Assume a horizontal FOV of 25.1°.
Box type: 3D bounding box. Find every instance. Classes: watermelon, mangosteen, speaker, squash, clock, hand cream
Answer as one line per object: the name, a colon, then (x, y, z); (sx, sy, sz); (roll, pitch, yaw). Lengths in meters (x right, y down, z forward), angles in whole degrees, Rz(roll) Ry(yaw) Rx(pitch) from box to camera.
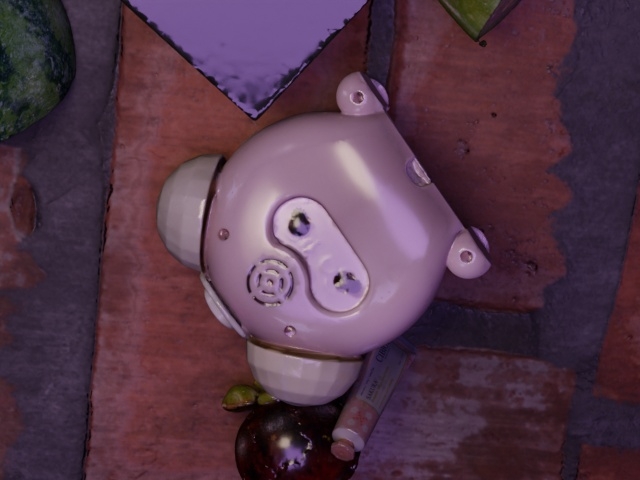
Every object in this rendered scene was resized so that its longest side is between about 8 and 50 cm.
watermelon: (-0.412, -0.244, 1.688); (0.176, 0.256, 0.260); (25, 118, 36)
mangosteen: (-0.035, 0.246, 1.840); (0.166, 0.166, 0.180); (-25, 79, 4)
speaker: (-0.090, -0.314, 1.663); (0.254, 0.184, 0.232); (41, 104, -12)
squash: (0.196, -0.324, 1.689); (0.123, 0.170, 0.170); (33, 102, 4)
clock: (0.000, 0.000, 1.742); (0.326, 0.184, 0.342); (-34, 85, 11)
hand cream: (0.066, 0.191, 1.815); (0.067, 0.209, 0.043); (39, 138, -11)
